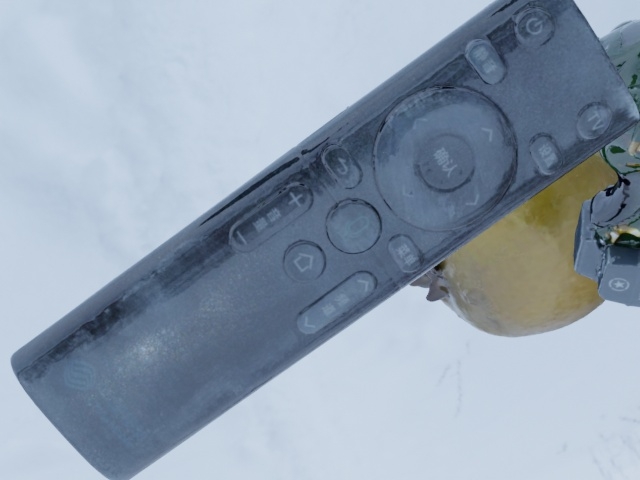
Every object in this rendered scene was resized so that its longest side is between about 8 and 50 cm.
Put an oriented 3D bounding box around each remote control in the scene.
[{"bbox_3d":[0.000,0.000,0.485,0.377,0.044,0.107,-35,109,6],"label":"remote control"}]

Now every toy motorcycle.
[{"bbox_3d":[0.252,-0.061,0.648,0.187,0.124,0.274,9,137,12],"label":"toy motorcycle"}]

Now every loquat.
[{"bbox_3d":[0.211,-0.024,0.950,0.275,0.275,0.275,-18,152,-10],"label":"loquat"}]

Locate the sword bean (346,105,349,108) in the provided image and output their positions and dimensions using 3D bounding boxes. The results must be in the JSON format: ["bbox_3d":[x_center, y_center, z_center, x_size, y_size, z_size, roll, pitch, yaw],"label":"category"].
[{"bbox_3d":[0.056,-0.254,1.633,0.012,0.012,0.083,-27,-177,7],"label":"sword bean"}]
